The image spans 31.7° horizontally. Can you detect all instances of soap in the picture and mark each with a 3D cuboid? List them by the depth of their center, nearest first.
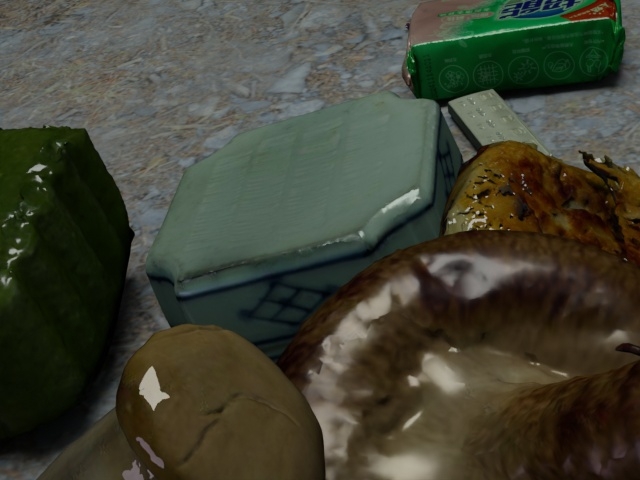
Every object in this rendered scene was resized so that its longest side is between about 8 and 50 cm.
[{"bbox_3d":[0.248,-0.257,1.444,0.273,0.098,0.218,-6,35,15],"label":"soap"}]

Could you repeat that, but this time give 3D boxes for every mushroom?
[{"bbox_3d":[0.117,0.151,0.648,0.334,0.331,0.356,17,-5,5],"label":"mushroom"},{"bbox_3d":[-0.146,0.217,0.660,0.407,0.137,0.154,-49,30,31],"label":"mushroom"}]

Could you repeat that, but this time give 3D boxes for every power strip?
[{"bbox_3d":[0.209,-0.118,1.305,0.060,0.027,0.253,-17,31,-4],"label":"power strip"}]

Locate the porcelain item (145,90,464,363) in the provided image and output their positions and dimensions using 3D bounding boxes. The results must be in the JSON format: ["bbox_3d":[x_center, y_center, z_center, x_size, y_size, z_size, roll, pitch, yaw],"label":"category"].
[{"bbox_3d":[0.000,0.000,1.058,0.281,0.157,0.286,-16,31,17],"label":"porcelain item"}]

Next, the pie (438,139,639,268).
[{"bbox_3d":[0.235,0.012,0.938,0.308,0.085,0.308,13,37,-10],"label":"pie"}]

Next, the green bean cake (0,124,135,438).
[{"bbox_3d":[-0.364,0.056,1.103,0.335,0.218,0.319,-8,39,21],"label":"green bean cake"}]
